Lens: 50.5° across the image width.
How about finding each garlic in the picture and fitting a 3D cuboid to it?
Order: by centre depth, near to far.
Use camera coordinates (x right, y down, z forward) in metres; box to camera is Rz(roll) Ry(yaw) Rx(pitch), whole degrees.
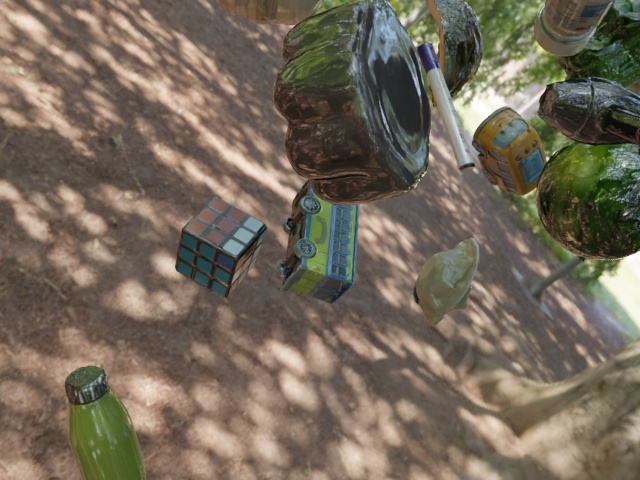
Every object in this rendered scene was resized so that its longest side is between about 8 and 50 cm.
[{"bbox_3d":[-0.098,-0.590,1.394,0.317,0.259,0.317,6,70,-17],"label":"garlic"}]

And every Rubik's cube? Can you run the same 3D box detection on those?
[{"bbox_3d":[-0.250,0.017,1.702,0.160,0.162,0.163,29,42,7],"label":"Rubik's cube"}]

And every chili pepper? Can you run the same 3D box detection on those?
[{"bbox_3d":[0.742,-0.500,1.598,0.213,0.385,0.167,59,10,17],"label":"chili pepper"}]

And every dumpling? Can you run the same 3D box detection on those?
[{"bbox_3d":[0.361,0.103,1.949,0.163,0.293,0.204,21,-21,17],"label":"dumpling"}]

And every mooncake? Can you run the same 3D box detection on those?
[{"bbox_3d":[0.052,-0.202,0.996,0.306,0.154,0.306,-10,90,-66],"label":"mooncake"}]

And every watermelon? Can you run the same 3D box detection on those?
[{"bbox_3d":[0.523,-0.082,1.259,0.242,0.242,0.242,40,22,-20],"label":"watermelon"}]

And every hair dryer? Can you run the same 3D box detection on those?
[{"bbox_3d":[0.426,-0.135,0.867,0.235,0.091,0.272,11,22,-8],"label":"hair dryer"}]

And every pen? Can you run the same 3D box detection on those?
[{"bbox_3d":[0.232,-0.251,1.265,0.033,0.033,0.269,15,56,-56],"label":"pen"}]

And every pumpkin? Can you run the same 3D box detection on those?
[{"bbox_3d":[0.342,-0.496,1.666,0.169,0.148,0.312,154,-70,-84],"label":"pumpkin"}]

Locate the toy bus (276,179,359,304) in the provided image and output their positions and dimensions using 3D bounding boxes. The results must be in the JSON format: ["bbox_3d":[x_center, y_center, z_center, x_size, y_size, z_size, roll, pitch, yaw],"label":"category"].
[{"bbox_3d":[0.000,0.000,1.881,0.190,0.152,0.312,17,54,-17],"label":"toy bus"}]

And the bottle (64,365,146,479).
[{"bbox_3d":[-0.389,0.344,1.208,0.112,0.112,0.260,-85,170,-63],"label":"bottle"}]

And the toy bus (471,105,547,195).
[{"bbox_3d":[0.453,-0.202,1.593,0.136,0.126,0.209,47,-4,44],"label":"toy bus"}]

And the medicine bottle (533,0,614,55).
[{"bbox_3d":[0.431,-0.397,1.142,0.105,0.105,0.168,53,-8,14],"label":"medicine bottle"}]
